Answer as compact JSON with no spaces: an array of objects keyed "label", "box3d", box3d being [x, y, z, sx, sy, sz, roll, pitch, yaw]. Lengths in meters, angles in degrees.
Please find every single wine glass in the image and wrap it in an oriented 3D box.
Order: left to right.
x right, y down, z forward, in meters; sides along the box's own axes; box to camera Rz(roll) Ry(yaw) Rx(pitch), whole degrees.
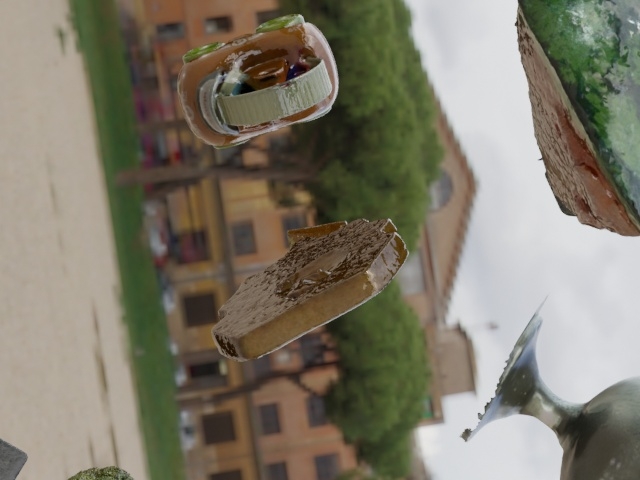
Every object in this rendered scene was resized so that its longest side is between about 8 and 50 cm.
[{"label":"wine glass","box3d":[0.360,0.249,1.835,0.238,0.323,0.238,-57,172,-12]}]

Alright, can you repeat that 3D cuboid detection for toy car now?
[{"label":"toy car","box3d":[-0.080,-0.206,2.005,0.235,0.235,0.145,-122,-167,-74]}]

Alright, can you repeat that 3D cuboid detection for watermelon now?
[{"label":"watermelon","box3d":[0.343,-0.130,1.476,0.292,0.250,0.283,47,28,-78]}]

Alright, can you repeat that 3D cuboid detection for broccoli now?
[{"label":"broccoli","box3d":[-0.298,0.365,1.970,0.120,0.130,0.131,40,-21,49]}]

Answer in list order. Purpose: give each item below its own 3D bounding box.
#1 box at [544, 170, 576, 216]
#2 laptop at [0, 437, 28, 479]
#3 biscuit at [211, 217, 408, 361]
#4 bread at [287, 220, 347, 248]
[{"label":"box","box3d":[0.323,-0.071,1.694,0.122,0.069,0.084,7,-46,52]},{"label":"laptop","box3d":[-0.471,0.268,1.780,0.135,0.197,0.016,-59,-176,-22]},{"label":"biscuit","box3d":[-0.008,0.038,1.275,0.034,0.182,0.215,61,6,-14]},{"label":"bread","box3d":[0.000,0.000,1.922,0.036,0.083,0.047,74,7,-62]}]
